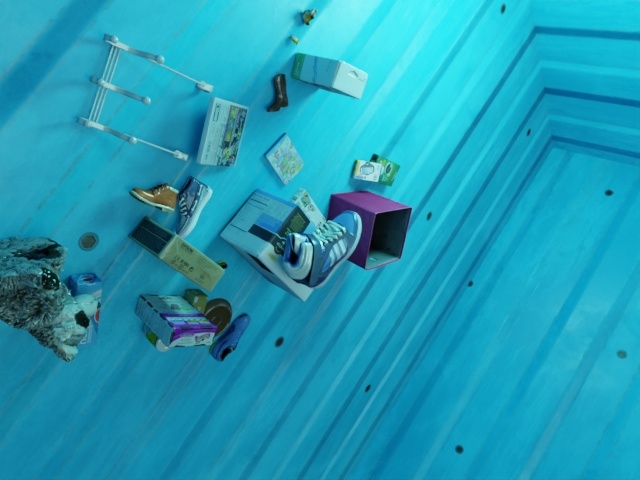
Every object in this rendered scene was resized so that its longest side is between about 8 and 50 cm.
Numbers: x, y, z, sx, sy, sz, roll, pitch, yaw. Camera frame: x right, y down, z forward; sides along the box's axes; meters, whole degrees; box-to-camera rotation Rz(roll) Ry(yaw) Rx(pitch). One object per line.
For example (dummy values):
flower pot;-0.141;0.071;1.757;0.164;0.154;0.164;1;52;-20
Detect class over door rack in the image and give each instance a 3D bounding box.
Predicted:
over door rack;-0.448;-0.367;1.240;0.324;0.108;0.239;14;101;-50

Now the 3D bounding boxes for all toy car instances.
toy car;-0.058;-0.710;1.509;0.041;0.060;0.122;33;78;-18

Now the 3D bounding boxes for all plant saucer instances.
plant saucer;-0.397;0.298;1.725;0.168;0.029;0.168;-23;126;-37

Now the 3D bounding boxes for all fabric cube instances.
fabric cube;0.198;-0.054;1.987;0.254;0.258;0.259;-13;119;-44

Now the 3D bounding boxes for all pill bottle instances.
pill bottle;-0.535;0.311;1.514;0.065;0.116;0.065;-24;127;-36

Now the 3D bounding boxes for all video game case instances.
video game case;-0.303;-0.332;1.435;0.183;0.023;0.201;-13;122;-65
video game case;-0.128;-0.296;1.692;0.119;0.015;0.166;-50;138;-14

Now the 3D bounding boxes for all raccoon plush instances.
raccoon plush;-0.795;0.163;1.137;0.447;0.216;0.299;0;117;-15

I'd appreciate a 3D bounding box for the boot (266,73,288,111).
boot;-0.149;-0.496;1.541;0.106;0.037;0.114;-42;141;-42

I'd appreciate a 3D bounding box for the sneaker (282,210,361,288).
sneaker;-0.001;0.000;1.543;0.322;0.130;0.236;-56;144;-6

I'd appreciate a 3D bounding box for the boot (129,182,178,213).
boot;-0.490;-0.140;1.364;0.158;0.059;0.084;23;90;-59

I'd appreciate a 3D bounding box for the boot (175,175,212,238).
boot;-0.424;-0.106;1.451;0.086;0.069;0.190;36;76;-43

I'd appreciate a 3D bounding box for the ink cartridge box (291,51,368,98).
ink cartridge box;0.030;-0.559;1.561;0.154;0.212;0.093;2;109;-48

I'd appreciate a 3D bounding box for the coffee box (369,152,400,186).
coffee box;0.284;-0.319;2.099;0.184;0.040;0.113;10;106;-48

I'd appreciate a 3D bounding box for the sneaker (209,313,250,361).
sneaker;-0.336;0.384;1.797;0.209;0.082;0.069;-48;136;-19

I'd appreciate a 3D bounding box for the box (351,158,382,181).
box;0.208;-0.302;1.998;0.136;0.028;0.081;5;107;-22

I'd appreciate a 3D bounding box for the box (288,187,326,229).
box;-0.061;-0.103;1.854;0.114;0.036;0.207;-50;139;-14

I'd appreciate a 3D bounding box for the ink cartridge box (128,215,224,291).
ink cartridge box;-0.437;0.043;1.411;0.088;0.193;0.234;-55;140;-12

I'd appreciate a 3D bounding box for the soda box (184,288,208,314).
soda box;-0.456;0.265;1.616;0.058;0.061;0.181;8;104;-49

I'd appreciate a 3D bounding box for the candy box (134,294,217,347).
candy box;-0.463;0.253;1.468;0.159;0.233;0.071;11;103;-48

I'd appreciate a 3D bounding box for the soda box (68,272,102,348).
soda box;-0.687;0.204;1.332;0.071;0.067;0.210;-4;114;-46

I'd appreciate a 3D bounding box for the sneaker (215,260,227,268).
sneaker;-0.368;0.097;1.638;0.083;0.035;0.031;-30;130;-33

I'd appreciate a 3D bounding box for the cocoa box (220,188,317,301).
cocoa box;-0.142;0.019;1.681;0.228;0.231;0.347;-54;139;-14
